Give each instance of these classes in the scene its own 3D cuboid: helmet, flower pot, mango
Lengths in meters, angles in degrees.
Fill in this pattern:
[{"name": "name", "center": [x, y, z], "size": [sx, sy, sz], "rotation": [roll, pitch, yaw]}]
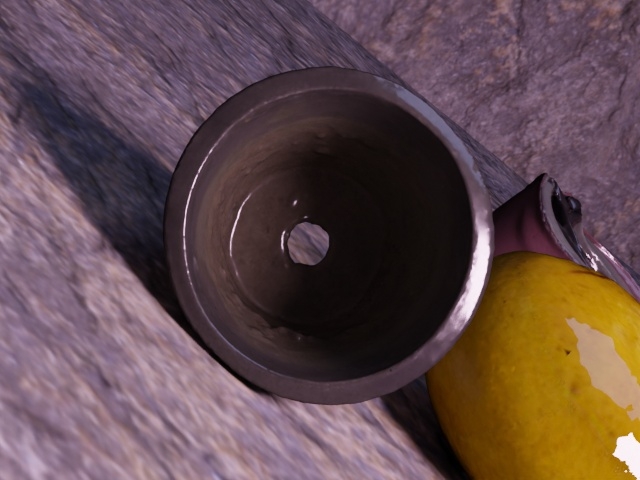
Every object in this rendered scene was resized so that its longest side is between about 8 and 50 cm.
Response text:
[{"name": "helmet", "center": [0.289, 0.080, 1.780], "size": [0.271, 0.197, 0.338], "rotation": [61, 13, 27]}, {"name": "flower pot", "center": [0.000, 0.000, 1.198], "size": [0.269, 0.269, 0.166], "rotation": [43, -7, -2]}, {"name": "mango", "center": [0.277, 0.209, 1.338], "size": [0.445, 0.220, 0.301], "rotation": [53, 19, 13]}]
